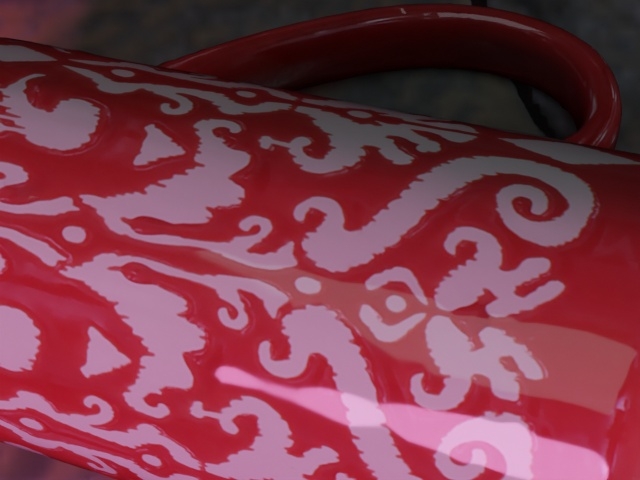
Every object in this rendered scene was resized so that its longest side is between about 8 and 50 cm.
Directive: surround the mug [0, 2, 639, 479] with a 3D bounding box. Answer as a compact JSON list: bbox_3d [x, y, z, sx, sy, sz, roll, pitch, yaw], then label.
[{"bbox_3d":[-0.002,0.010,0.425,0.169,0.150,0.113,13,116,6],"label":"mug"}]
